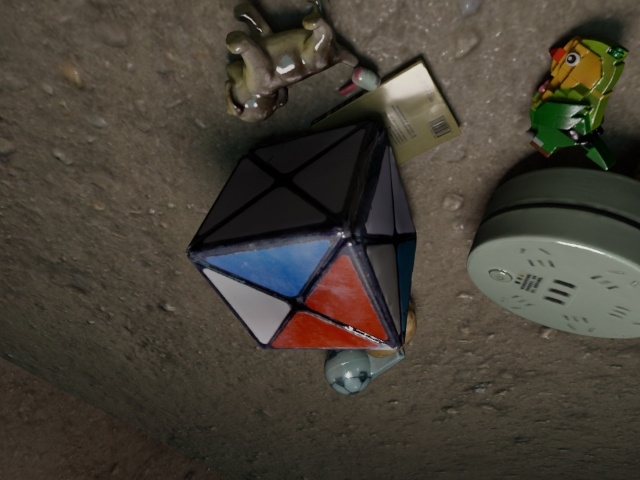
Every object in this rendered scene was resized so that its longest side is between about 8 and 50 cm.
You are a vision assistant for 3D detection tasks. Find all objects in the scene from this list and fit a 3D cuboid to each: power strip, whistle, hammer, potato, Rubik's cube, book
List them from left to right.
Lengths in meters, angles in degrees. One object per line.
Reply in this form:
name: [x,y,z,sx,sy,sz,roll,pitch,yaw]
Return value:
Rubik's cube: [0.000,0.000,0.797,0.305,0.310,0.307,-8,133,24]
whistle: [0.103,0.367,1.278,0.163,0.164,0.290,25,132,-15]
hammer: [0.060,-0.265,0.731,0.052,0.031,0.083,15,165,-35]
book: [0.119,-0.207,0.791,0.230,0.026,0.161,-23,126,29]
potato: [0.177,0.218,1.132,0.161,0.128,0.235,11,126,30]
power strip: [0.465,0.037,0.781,0.357,0.161,0.357,25,157,11]

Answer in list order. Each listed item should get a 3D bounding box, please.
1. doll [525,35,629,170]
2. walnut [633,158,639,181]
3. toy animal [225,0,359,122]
doll: [0.402,-0.216,0.668,0.134,0.106,0.186,27,132,43]
walnut: [0.637,-0.096,0.716,0.197,0.165,0.165,7,135,-1]
toy animal: [-0.069,-0.290,0.683,0.233,0.121,0.169,-20,145,15]
